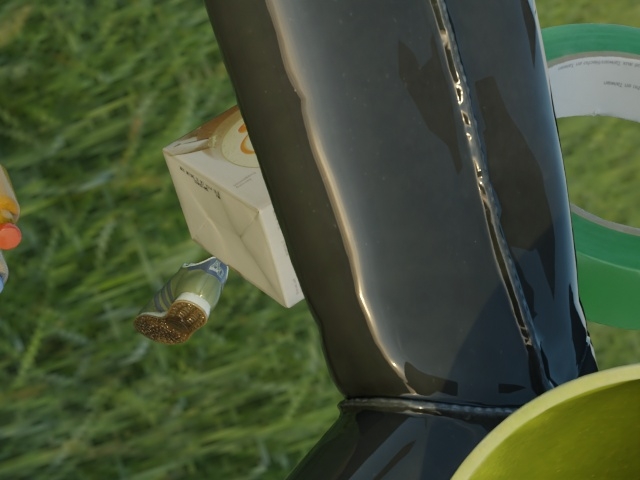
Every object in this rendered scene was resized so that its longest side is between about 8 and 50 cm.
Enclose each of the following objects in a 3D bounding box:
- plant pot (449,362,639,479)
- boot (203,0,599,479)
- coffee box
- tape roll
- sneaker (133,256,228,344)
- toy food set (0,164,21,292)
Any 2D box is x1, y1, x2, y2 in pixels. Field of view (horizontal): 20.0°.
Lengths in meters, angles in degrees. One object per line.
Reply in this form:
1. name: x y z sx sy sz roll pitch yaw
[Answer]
1. plant pot: 0.227 0.171 0.872 0.293 0.274 0.275 -11 82 -60
2. boot: 0.001 0.000 0.971 0.367 0.146 0.445 -18 99 -45
3. coffee box: 0.024 -0.070 1.396 0.141 0.246 0.098 34 -31 47
4. tape roll: 0.272 -0.063 1.613 0.077 0.321 0.321 101 -6 -46
5. sneaker: -0.167 0.072 2.271 0.064 0.192 0.086 35 65 -14
6. toy food set: -0.366 0.035 1.633 0.104 0.232 0.111 59 -6 51
